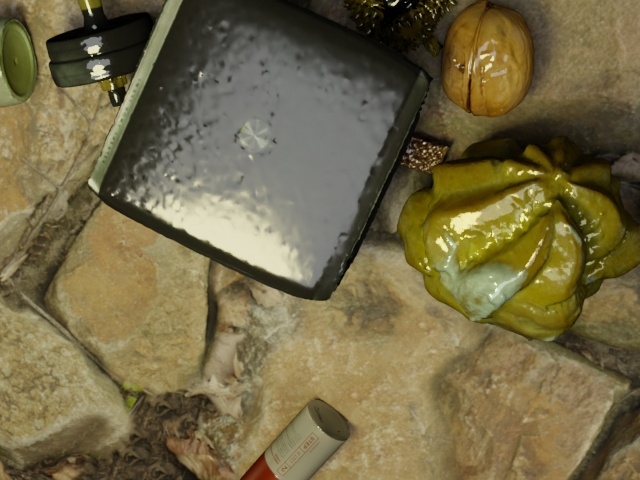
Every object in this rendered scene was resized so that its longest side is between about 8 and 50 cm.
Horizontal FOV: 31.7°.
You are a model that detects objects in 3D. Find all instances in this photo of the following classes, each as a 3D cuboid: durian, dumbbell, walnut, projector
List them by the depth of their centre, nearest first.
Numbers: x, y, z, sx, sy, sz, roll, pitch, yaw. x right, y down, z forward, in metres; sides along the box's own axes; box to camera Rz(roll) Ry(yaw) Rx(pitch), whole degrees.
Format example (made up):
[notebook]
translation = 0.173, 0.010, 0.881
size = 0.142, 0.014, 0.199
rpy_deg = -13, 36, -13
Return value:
[durian]
translation = 0.120, -0.376, 1.704
size = 0.193, 0.138, 0.237
rpy_deg = -29, 105, 17
[projector]
translation = -0.081, -0.159, 1.715
size = 0.405, 0.242, 0.395
rpy_deg = 24, 95, 2
[walnut]
translation = 0.257, -0.272, 1.726
size = 0.144, 0.144, 0.180
rpy_deg = 10, 116, 4
[dumbbell]
translation = -0.363, -0.396, 1.737
size = 0.185, 0.185, 0.388
rpy_deg = -10, 109, 11

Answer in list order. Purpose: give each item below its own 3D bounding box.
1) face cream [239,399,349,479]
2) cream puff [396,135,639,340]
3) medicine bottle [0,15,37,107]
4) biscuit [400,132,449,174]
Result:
[face cream]
translation = -0.049, 0.393, 2.034
size = 0.096, 0.096, 0.214
rpy_deg = 38, 111, -7
[cream puff]
translation = 0.304, -0.039, 1.678
size = 0.378, 0.378, 0.275
rpy_deg = 5, 126, 6
[medicine bottle]
translation = -0.552, -0.286, 1.821
size = 0.143, 0.147, 0.147
rpy_deg = -3, 110, 10
[biscuit]
translation = 0.108, -0.159, 1.841
size = 0.199, 0.034, 0.064
rpy_deg = 18, 111, 2
